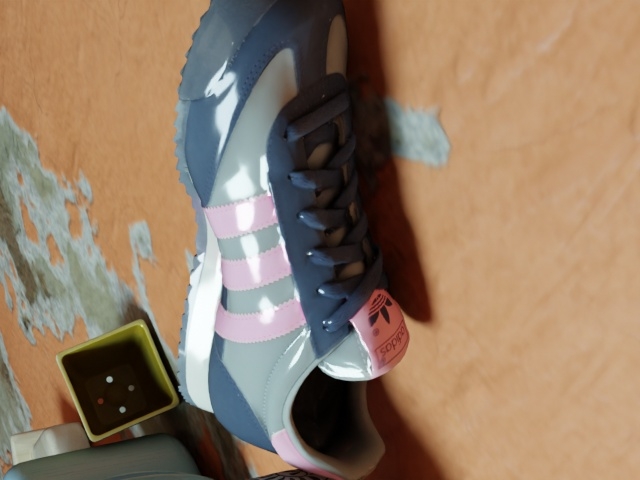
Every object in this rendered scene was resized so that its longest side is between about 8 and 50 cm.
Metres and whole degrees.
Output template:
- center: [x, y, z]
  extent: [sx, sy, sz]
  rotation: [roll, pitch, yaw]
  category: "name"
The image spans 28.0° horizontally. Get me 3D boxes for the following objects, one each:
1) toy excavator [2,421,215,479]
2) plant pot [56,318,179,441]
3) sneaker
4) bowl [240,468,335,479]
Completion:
- center: [-0.199, 0.269, 1.161]
  extent: [0.433, 0.222, 0.445]
  rotation: [101, 154, -47]
  category: "toy excavator"
- center: [-0.177, 0.127, 1.115]
  extent: [0.082, 0.081, 0.083]
  rotation: [65, 164, 10]
  category: "plant pot"
- center: [0.000, 0.000, 0.687]
  extent: [0.131, 0.112, 0.319]
  rotation: [32, 140, 28]
  category: "sneaker"
- center: [0.017, 0.198, 0.777]
  extent: [0.170, 0.080, 0.170]
  rotation: [45, 153, 31]
  category: "bowl"
